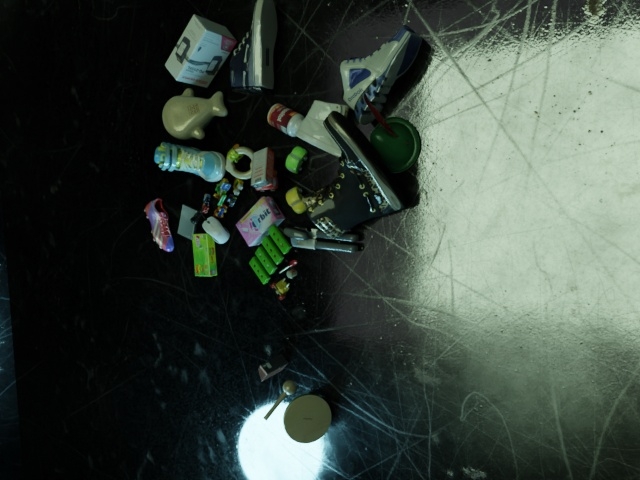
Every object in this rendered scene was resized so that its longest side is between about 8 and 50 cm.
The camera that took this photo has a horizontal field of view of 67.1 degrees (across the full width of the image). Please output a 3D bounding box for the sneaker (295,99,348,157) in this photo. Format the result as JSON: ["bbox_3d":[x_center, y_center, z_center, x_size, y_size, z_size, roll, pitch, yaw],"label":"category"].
[{"bbox_3d":[0.071,-0.365,1.611,0.292,0.108,0.169,30,99,14],"label":"sneaker"}]

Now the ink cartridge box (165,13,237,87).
[{"bbox_3d":[-0.466,-0.729,1.880,0.237,0.172,0.100,-46,71,28],"label":"ink cartridge box"}]

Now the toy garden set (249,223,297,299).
[{"bbox_3d":[-0.155,0.087,1.812,0.204,0.049,0.244,53,134,17],"label":"toy garden set"}]

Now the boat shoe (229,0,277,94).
[{"bbox_3d":[-0.257,-0.713,1.771,0.158,0.127,0.341,9,101,24],"label":"boat shoe"}]

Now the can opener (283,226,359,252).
[{"bbox_3d":[0.000,0.000,1.711,0.280,0.093,0.074,7,98,27],"label":"can opener"}]

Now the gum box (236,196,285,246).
[{"bbox_3d":[-0.229,-0.076,1.861,0.188,0.062,0.107,-42,73,29],"label":"gum box"}]

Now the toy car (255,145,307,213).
[{"bbox_3d":[-0.121,-0.239,1.764,0.239,0.053,0.225,30,105,15],"label":"toy car"}]

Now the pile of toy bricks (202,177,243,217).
[{"bbox_3d":[-0.400,-0.196,1.946,0.212,0.118,0.105,-48,39,35],"label":"pile of toy bricks"}]

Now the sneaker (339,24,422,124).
[{"bbox_3d":[0.157,-0.547,1.525,0.182,0.127,0.316,44,118,19],"label":"sneaker"}]

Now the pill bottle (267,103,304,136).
[{"bbox_3d":[-0.111,-0.426,1.734,0.152,0.086,0.086,33,111,25],"label":"pill bottle"}]

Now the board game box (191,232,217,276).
[{"bbox_3d":[-0.495,0.060,2.058,0.092,0.043,0.181,-2,94,33],"label":"board game box"}]

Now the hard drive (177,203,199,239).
[{"bbox_3d":[-0.576,-0.080,2.109,0.094,0.022,0.135,23,107,29],"label":"hard drive"}]

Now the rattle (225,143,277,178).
[{"bbox_3d":[-0.263,-0.297,1.884,0.199,0.143,0.130,13,97,-6],"label":"rattle"}]

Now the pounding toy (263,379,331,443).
[{"bbox_3d":[-0.080,0.635,1.806,0.237,0.110,0.183,37,84,-13],"label":"pounding toy"}]

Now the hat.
[{"bbox_3d":[0.185,-0.312,1.497,0.173,0.183,0.209,-44,72,28],"label":"hat"}]

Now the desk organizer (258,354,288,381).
[{"bbox_3d":[-0.187,0.489,1.854,0.047,0.130,0.050,46,119,20],"label":"desk organizer"}]

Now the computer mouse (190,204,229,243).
[{"bbox_3d":[-0.452,-0.066,2.000,0.193,0.042,0.106,42,80,18],"label":"computer mouse"}]

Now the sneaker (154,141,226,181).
[{"bbox_3d":[-0.532,-0.312,1.917,0.319,0.208,0.127,18,102,43],"label":"sneaker"}]

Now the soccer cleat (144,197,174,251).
[{"bbox_3d":[-0.712,-0.070,2.167,0.095,0.083,0.248,-34,74,26],"label":"soccer cleat"}]

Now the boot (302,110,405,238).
[{"bbox_3d":[0.060,-0.189,1.528,0.284,0.138,0.377,-30,117,25],"label":"boot"}]

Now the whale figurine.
[{"bbox_3d":[-0.503,-0.512,1.972,0.271,0.141,0.216,-18,85,8],"label":"whale figurine"}]

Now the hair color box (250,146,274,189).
[{"bbox_3d":[-0.210,-0.261,1.755,0.072,0.043,0.141,-15,60,31],"label":"hair color box"}]
